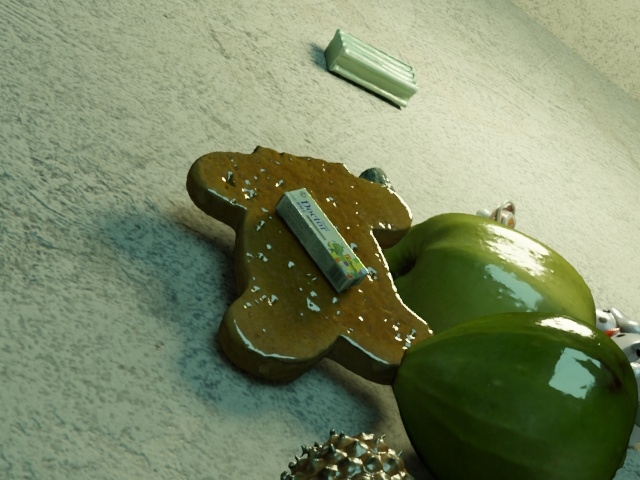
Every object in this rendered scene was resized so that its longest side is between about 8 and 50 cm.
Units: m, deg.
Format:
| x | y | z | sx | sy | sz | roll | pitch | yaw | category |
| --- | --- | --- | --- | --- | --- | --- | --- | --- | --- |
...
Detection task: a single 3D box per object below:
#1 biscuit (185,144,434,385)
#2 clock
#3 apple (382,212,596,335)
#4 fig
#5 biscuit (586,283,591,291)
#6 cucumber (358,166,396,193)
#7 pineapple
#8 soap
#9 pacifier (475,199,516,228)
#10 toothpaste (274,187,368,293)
| x | y | z | sx | sy | sz | roll | pitch | yaw | category |
| --- | --- | --- | --- | --- | --- | --- | --- | --- | --- |
| -0.006 | 0.036 | 1.570 | 0.368 | 0.076 | 0.394 | 7 | 48 | -30 | biscuit |
| 0.512 | 0.208 | 1.867 | 0.189 | 0.188 | 0.254 | 20 | 18 | -27 | clock |
| 0.274 | 0.113 | 1.801 | 0.360 | 0.311 | 0.320 | 31 | -15 | -14 | apple |
| 0.247 | 0.221 | 1.421 | 0.316 | 0.316 | 0.316 | 27 | 31 | -17 | fig |
| 0.426 | 0.064 | 2.095 | 0.247 | 0.029 | 0.118 | 22 | 26 | -25 | biscuit |
| 0.103 | -0.079 | 1.925 | 0.064 | 0.064 | 0.112 | 14 | 34 | -35 | cucumber |
| 0.020 | 0.301 | 1.188 | 0.166 | 0.166 | 0.193 | 39 | 31 | 4 | pineapple |
| 0.110 | -0.371 | 2.345 | 0.198 | 0.063 | 0.114 | 25 | 30 | -20 | soap |
| 0.341 | -0.046 | 2.128 | 0.078 | 0.081 | 0.099 | 21 | 17 | 36 | pacifier |
| 0.000 | 0.000 | 1.526 | 0.046 | 0.034 | 0.164 | -16 | 62 | -46 | toothpaste |
